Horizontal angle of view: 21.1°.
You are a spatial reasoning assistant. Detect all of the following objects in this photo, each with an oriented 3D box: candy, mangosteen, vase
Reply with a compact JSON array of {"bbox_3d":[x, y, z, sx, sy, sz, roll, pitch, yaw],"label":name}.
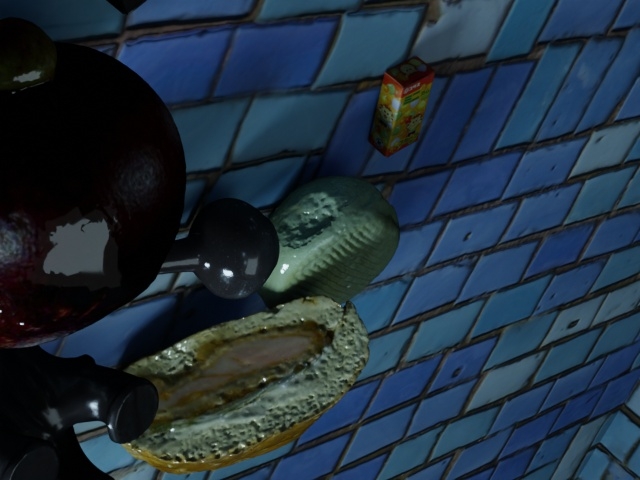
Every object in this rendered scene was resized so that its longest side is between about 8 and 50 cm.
[{"bbox_3d":[0.103,-0.169,2.191,0.062,0.038,0.122,-29,148,-34],"label":"candy"},{"bbox_3d":[-0.263,-0.054,1.524,0.297,0.297,0.293,-31,151,-31],"label":"mangosteen"},{"bbox_3d":[-0.142,0.014,2.002,0.183,0.120,0.120,-7,134,-33],"label":"vase"}]

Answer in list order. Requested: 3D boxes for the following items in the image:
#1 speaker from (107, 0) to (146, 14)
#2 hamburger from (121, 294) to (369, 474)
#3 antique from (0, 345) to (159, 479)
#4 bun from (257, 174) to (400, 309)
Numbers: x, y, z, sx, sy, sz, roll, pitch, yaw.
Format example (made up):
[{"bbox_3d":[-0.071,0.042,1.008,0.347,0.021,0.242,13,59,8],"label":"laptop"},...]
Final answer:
[{"bbox_3d":[-0.125,-0.312,1.648,0.218,0.044,0.082,-40,153,-16],"label":"speaker"},{"bbox_3d":[-0.096,0.192,2.165,0.330,0.162,0.209,-25,167,-7],"label":"hamburger"},{"bbox_3d":[-0.358,0.217,1.784,0.322,0.255,0.185,-36,140,-39],"label":"antique"},{"bbox_3d":[-0.001,-0.001,2.187,0.221,0.108,0.221,-31,155,-16],"label":"bun"}]
